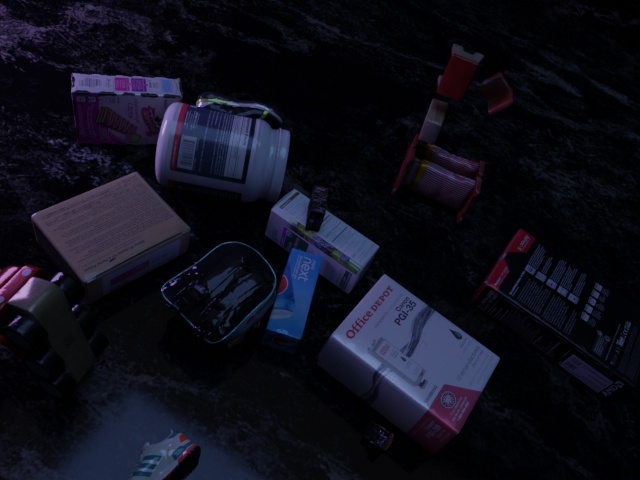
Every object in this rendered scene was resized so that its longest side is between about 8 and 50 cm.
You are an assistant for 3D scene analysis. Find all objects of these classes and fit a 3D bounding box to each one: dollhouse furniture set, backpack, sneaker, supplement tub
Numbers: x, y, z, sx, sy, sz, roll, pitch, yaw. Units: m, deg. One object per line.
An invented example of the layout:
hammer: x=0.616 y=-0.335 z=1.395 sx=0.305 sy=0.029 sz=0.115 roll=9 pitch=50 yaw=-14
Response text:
dollhouse furniture set: x=0.334 y=-0.248 z=1.382 sx=0.202 sy=0.374 sz=0.152 roll=22 pitch=45 yaw=3
backpack: x=-0.176 y=0.103 z=1.077 sx=0.166 sy=0.144 sz=0.188 roll=40 pitch=74 yaw=18
sneaker: x=-0.273 y=0.368 z=0.906 sx=0.075 sy=0.057 sz=0.161 roll=30 pitch=49 yaw=30
supplement tub: x=-0.218 y=-0.192 z=1.279 sx=0.273 sy=0.191 sz=0.191 roll=10 pitch=50 yaw=-10
sneaker: x=-0.215 y=-0.306 z=1.466 sx=0.235 sy=0.084 sz=0.097 roll=10 pitch=74 yaw=-8

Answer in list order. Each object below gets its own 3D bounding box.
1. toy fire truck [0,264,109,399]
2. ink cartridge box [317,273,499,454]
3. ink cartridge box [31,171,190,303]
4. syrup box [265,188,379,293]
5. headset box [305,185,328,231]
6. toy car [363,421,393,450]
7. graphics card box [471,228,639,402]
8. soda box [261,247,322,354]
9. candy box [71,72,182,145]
toy fire truck: x=-0.495 y=0.116 z=0.943 sx=0.247 sy=0.217 sz=0.158 roll=16 pitch=48 yaw=15
ink cartridge box: x=0.167 y=0.232 z=1.104 sx=0.283 sy=0.117 sz=0.207 roll=36 pitch=51 yaw=12
ink cartridge box: x=-0.414 y=-0.012 z=1.140 sx=0.235 sy=0.088 sz=0.193 roll=-31 pitch=68 yaw=-35
syrup box: x=0.000 y=0.000 z=1.256 sx=0.237 sy=0.093 sz=0.096 roll=34 pitch=51 yaw=11
headset box: x=-0.008 y=-0.071 z=1.207 sx=0.032 sy=0.062 sz=0.083 roll=14 pitch=49 yaw=-7
toy car: x=0.101 y=0.392 z=1.021 sx=0.040 sy=0.060 sz=0.121 roll=42 pitch=56 yaw=-42
graphics card box: x=0.557 y=0.161 z=1.301 sx=0.371 sy=0.094 sz=0.233 roll=35 pitch=50 yaw=13
soda box: x=-0.056 y=0.120 z=1.159 sx=0.071 sy=0.067 sz=0.210 roll=18 pitch=48 yaw=-3
candy box: x=-0.444 y=-0.298 z=1.316 sx=0.234 sy=0.159 sz=0.071 roll=-4 pitch=55 yaw=-19
